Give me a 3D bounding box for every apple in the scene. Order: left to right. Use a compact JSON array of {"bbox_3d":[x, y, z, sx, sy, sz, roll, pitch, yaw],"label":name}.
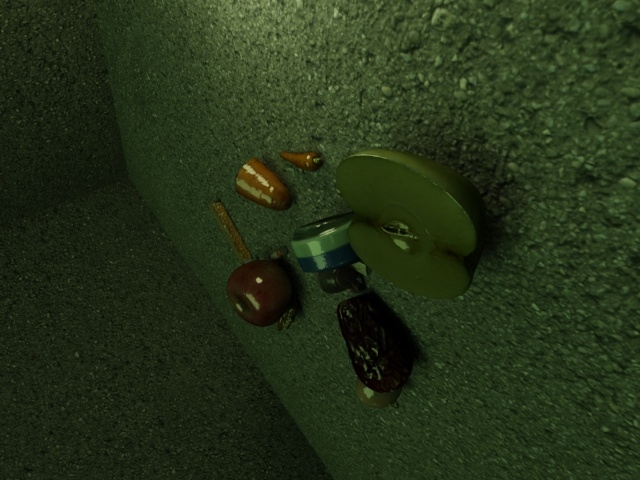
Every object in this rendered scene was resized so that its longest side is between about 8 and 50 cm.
[{"bbox_3d":[-0.275,0.239,1.936,0.345,0.269,0.344,27,133,33],"label":"apple"},{"bbox_3d":[0.205,-0.032,0.939,0.360,0.320,0.311,24,98,38],"label":"apple"}]

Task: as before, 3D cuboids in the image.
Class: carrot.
[{"bbox_3d":[-0.202,-0.196,1.562,0.225,0.159,0.159,34,143,21],"label":"carrot"},{"bbox_3d":[-0.079,-0.271,1.380,0.257,0.061,0.061,21,134,51],"label":"carrot"}]

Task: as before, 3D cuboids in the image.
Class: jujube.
[{"bbox_3d":[0.180,0.352,1.432,0.342,0.216,0.216,61,152,10],"label":"jujube"}]

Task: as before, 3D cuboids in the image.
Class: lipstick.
[{"bbox_3d":[-0.191,0.061,1.878,0.038,0.038,0.131,59,151,-1],"label":"lipstick"}]

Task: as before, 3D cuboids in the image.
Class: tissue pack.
[{"bbox_3d":[0.127,0.080,1.420,0.108,0.023,0.056,30,142,41],"label":"tissue pack"}]

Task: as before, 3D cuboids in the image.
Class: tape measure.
[{"bbox_3d":[0.044,-0.002,1.254,0.259,0.262,0.138,-9,99,58],"label":"tape measure"}]

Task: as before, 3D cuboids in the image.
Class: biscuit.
[{"bbox_3d":[-0.492,-0.046,2.227,0.378,0.054,0.094,61,152,-4],"label":"biscuit"},{"bbox_3d":[-0.188,0.352,2.040,0.182,0.034,0.215,23,102,48],"label":"biscuit"}]

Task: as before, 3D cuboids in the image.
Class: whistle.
[{"bbox_3d":[0.187,0.509,1.589,0.347,0.189,0.189,52,152,35],"label":"whistle"}]

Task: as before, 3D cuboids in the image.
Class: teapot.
[{"bbox_3d":[0.070,0.147,1.469,0.148,0.116,0.146,60,154,-7],"label":"teapot"}]

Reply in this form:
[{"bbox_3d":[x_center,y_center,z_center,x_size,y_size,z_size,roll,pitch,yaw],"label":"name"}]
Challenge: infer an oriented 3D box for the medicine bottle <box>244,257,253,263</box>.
[{"bbox_3d":[-0.337,0.255,2.211,0.110,0.110,0.351,19,133,49],"label":"medicine bottle"}]
